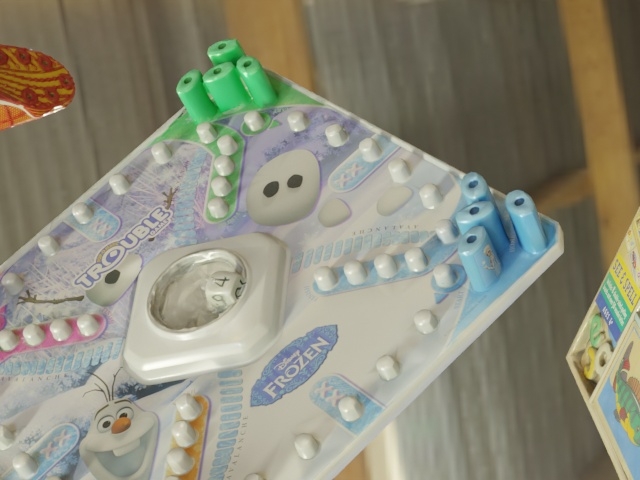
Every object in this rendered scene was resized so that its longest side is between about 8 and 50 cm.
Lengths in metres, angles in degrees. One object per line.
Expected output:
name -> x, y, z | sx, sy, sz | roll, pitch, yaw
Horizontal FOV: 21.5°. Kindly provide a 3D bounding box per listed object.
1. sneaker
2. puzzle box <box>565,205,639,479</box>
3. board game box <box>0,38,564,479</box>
sneaker -> -0.268, -0.104, 1.278 | 0.175, 0.067, 0.064 | -16, -105, -35
puzzle box -> 0.375, 0.138, 1.715 | 0.409, 0.052, 0.272 | -106, 33, -57
board game box -> -0.089, 0.037, 1.220 | 0.390, 0.390, 0.050 | -43, -46, -15
